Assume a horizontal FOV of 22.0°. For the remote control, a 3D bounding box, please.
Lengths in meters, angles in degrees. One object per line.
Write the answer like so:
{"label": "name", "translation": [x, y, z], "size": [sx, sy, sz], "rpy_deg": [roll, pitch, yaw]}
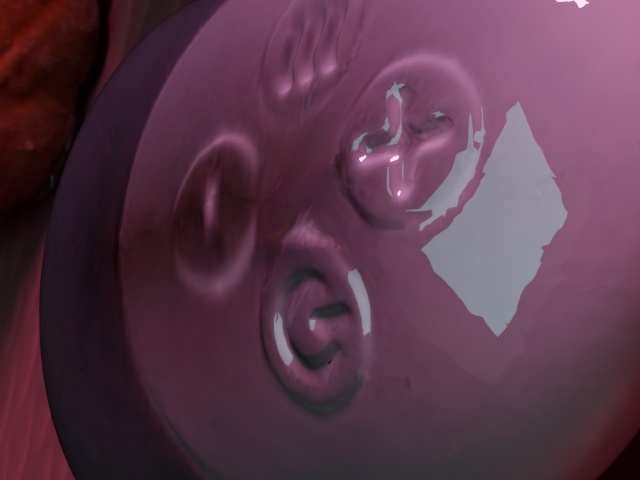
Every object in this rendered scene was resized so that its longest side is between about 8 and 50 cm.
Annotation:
{"label": "remote control", "translation": [0.000, 0.000, 0.567], "size": [0.332, 0.103, 0.221], "rpy_deg": [-20, 64, 50]}

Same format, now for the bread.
{"label": "bread", "translation": [-0.226, -0.097, 0.868], "size": [0.244, 0.123, 0.190], "rpy_deg": [10, 91, 54]}
